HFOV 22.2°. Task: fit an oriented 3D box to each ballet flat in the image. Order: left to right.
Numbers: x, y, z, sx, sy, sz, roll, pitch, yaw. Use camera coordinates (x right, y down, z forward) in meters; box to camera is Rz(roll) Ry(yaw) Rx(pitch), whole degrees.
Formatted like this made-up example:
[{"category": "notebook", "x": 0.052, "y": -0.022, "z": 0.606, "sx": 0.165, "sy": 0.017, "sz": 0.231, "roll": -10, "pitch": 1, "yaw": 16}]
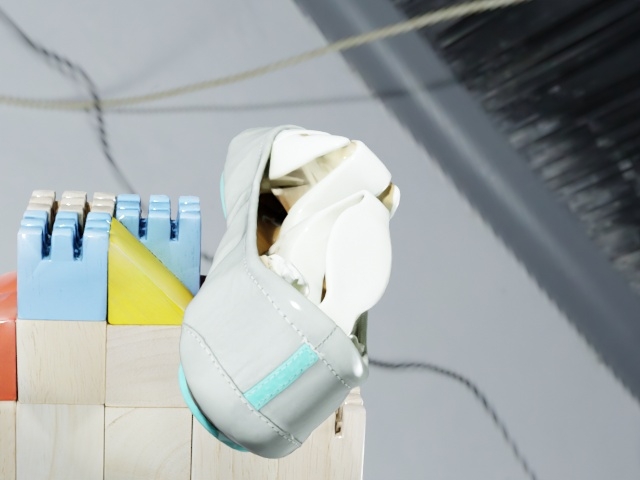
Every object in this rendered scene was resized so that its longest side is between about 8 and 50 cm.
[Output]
[{"category": "ballet flat", "x": 0.000, "y": 0.000, "z": 0.581, "sx": 0.072, "sy": 0.068, "sz": 0.213, "roll": 42, "pitch": 23, "yaw": -15}]

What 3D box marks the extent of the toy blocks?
[{"category": "toy blocks", "x": -0.121, "y": 0.089, "z": 0.934, "sx": 0.382, "sy": 0.191, "sz": 0.260, "roll": 1, "pitch": 106, "yaw": -5}]
